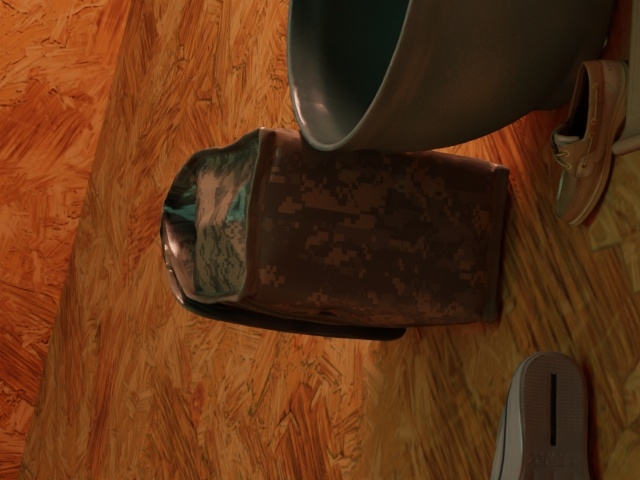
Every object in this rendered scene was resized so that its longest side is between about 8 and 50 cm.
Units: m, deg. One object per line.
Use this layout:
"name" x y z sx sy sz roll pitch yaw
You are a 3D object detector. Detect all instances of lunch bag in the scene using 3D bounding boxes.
"lunch bag" 0.000 0.000 1.687 0.287 0.235 0.169 172 105 -70

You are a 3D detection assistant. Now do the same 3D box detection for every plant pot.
"plant pot" 0.113 -0.203 1.507 0.293 0.196 0.293 -173 90 -71

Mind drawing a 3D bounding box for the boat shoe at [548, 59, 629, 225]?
"boat shoe" 0.198 -0.077 1.442 0.050 0.045 0.135 -124 46 -63

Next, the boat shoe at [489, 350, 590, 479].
"boat shoe" 0.165 0.198 1.406 0.076 0.083 0.226 111 172 -64

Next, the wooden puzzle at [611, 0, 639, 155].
"wooden puzzle" 0.276 -0.184 1.283 0.221 0.044 0.239 162 119 -69
